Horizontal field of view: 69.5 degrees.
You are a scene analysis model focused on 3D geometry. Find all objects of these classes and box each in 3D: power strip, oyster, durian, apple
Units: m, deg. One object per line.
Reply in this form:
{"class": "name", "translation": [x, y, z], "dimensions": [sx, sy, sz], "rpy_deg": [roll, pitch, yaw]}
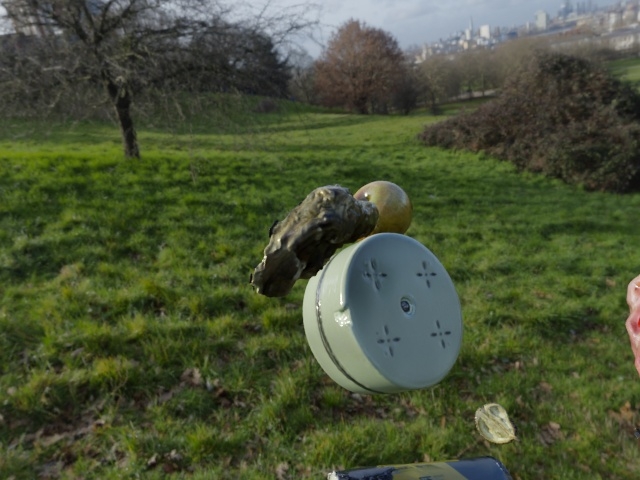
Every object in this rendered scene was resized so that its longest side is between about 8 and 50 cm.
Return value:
{"class": "power strip", "translation": [0.149, 0.162, 1.014], "dimensions": [0.358, 0.357, 0.161], "rpy_deg": [-29, -3, -40]}
{"class": "oyster", "translation": [0.004, 0.005, 0.818], "dimensions": [0.094, 0.166, 0.294], "rpy_deg": [27, 63, 32]}
{"class": "durian", "translation": [0.525, 0.541, 1.351], "dimensions": [0.140, 0.110, 0.071], "rpy_deg": [32, 7, 32]}
{"class": "apple", "translation": [0.157, -0.066, 1.217], "dimensions": [0.183, 0.155, 0.182], "rpy_deg": [-26, 41, 25]}

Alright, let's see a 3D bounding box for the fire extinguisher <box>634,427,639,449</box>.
{"class": "fire extinguisher", "translation": [1.137, 0.666, 1.543], "dimensions": [0.114, 0.337, 0.135], "rpy_deg": [-32, 51, 2]}

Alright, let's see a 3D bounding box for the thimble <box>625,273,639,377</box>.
{"class": "thimble", "translation": [0.312, 0.064, 0.304], "dimensions": [0.125, 0.163, 0.189], "rpy_deg": [20, 45, -4]}

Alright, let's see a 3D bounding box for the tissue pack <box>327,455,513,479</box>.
{"class": "tissue pack", "translation": [0.215, 0.625, 0.934], "dimensions": [0.417, 0.253, 0.264], "rpy_deg": [4, 25, -17]}
